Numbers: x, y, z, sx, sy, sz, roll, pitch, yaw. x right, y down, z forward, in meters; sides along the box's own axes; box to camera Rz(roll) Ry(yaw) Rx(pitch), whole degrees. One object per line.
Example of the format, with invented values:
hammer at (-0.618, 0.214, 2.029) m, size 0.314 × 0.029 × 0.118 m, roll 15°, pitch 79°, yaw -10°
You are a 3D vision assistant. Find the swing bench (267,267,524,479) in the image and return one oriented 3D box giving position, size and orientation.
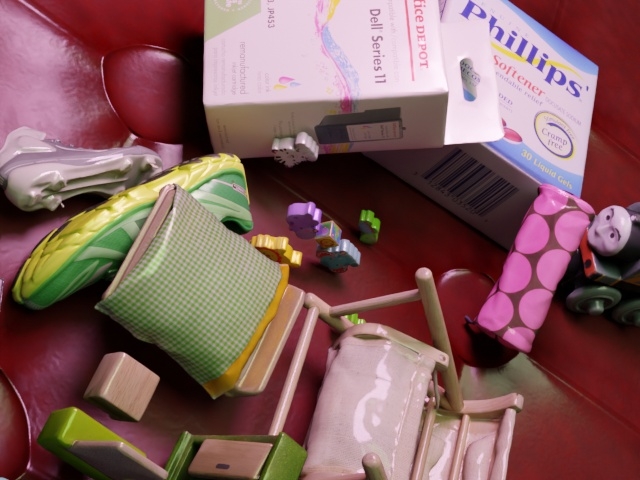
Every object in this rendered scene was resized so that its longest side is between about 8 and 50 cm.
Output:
swing bench at (0.080, 0.214, 1.270) m, size 0.254 × 0.165 × 0.253 m, roll 53°, pitch 39°, yaw -33°

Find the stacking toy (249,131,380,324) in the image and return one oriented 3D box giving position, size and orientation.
stacking toy at (0.000, 0.000, 1.399) m, size 0.221 × 0.052 × 0.167 m, roll 47°, pitch 42°, yaw -42°

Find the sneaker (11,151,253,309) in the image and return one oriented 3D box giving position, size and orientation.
sneaker at (-0.182, 0.004, 1.246) m, size 0.295 × 0.109 × 0.123 m, roll -30°, pitch 99°, yaw -33°

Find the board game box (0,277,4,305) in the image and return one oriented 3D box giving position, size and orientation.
board game box at (-0.369, 0.106, 1.107) m, size 0.126 × 0.026 × 0.186 m, roll 17°, pitch 54°, yaw -27°

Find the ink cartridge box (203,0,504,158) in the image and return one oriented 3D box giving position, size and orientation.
ink cartridge box at (0.041, -0.219, 1.430) m, size 0.354 × 0.119 × 0.207 m, roll -3°, pitch 60°, yaw 0°

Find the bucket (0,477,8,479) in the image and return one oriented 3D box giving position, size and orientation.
bucket at (-0.267, 0.308, 0.837) m, size 0.281 × 0.281 × 0.183 m, roll 48°, pitch 40°, yaw -2°

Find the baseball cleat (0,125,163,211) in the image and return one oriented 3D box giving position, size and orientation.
baseball cleat at (-0.263, -0.088, 1.278) m, size 0.109 × 0.072 × 0.206 m, roll 44°, pitch 30°, yaw 22°

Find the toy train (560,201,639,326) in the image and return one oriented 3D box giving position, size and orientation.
toy train at (0.478, 0.034, 1.665) m, size 0.334 × 0.190 × 0.142 m, roll 16°, pitch 54°, yaw -29°

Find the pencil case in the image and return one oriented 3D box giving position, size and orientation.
pencil case at (0.269, 0.034, 1.504) m, size 0.095 × 0.209 × 0.098 m, roll 29°, pitch 4°, yaw 18°

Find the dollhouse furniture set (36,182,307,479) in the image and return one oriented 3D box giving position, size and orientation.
dollhouse furniture set at (-0.102, 0.106, 1.142) m, size 0.197 × 0.151 × 0.301 m, roll 42°, pitch 58°, yaw -31°

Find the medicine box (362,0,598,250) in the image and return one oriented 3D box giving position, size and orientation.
medicine box at (0.228, -0.183, 1.645) m, size 0.263 × 0.149 × 0.289 m, roll 32°, pitch 49°, yaw -17°
